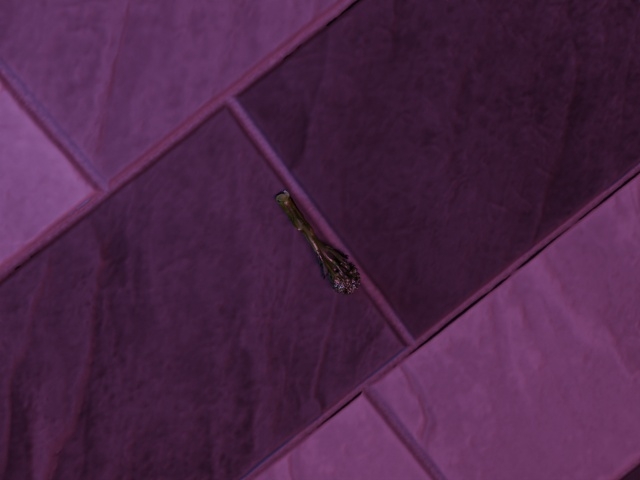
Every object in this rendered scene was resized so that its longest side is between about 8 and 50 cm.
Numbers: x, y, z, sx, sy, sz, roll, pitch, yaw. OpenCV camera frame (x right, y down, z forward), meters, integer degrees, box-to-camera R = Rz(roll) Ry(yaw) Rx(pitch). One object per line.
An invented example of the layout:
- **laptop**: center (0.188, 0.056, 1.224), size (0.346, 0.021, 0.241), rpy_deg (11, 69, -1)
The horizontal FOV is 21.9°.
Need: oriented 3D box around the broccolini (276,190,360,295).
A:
- **broccolini**: center (0.000, 0.000, 1.611), size (0.035, 0.030, 0.140), rpy_deg (-41, 125, -10)
